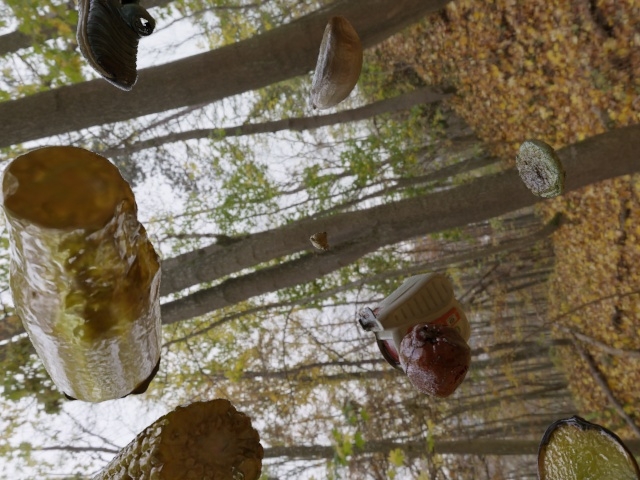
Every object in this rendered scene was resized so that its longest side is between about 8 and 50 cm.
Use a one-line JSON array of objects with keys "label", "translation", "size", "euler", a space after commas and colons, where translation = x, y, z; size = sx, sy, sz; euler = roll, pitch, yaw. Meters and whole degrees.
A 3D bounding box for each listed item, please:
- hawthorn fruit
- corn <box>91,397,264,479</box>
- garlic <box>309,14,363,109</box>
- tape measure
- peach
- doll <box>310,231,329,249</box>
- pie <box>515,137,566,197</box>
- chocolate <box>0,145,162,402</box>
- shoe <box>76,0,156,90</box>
[{"label": "hawthorn fruit", "translation": [0.241, 0.258, 0.942], "size": [0.148, 0.147, 0.172], "euler": [-71, -28, -62]}, {"label": "corn", "translation": [-0.209, 0.311, 0.475], "size": [0.143, 0.387, 0.144], "euler": [33, -157, -16]}, {"label": "garlic", "translation": [0.033, -0.353, 0.939], "size": [0.101, 0.086, 0.196], "euler": [-119, 36, -44]}, {"label": "tape measure", "translation": [0.255, 0.225, 1.188], "size": [0.258, 0.130, 0.265], "euler": [-33, -84, -30]}, {"label": "peach", "translation": [0.542, 0.492, 0.888], "size": [0.068, 0.189, 0.280], "euler": [37, -139, -25]}, {"label": "doll", "translation": [-0.005, 0.008, 1.262], "size": [0.051, 0.061, 0.093], "euler": [-54, -7, -24]}, {"label": "pie", "translation": [0.276, -0.089, 0.563], "size": [0.085, 0.019, 0.084], "euler": [62, 178, 4]}, {"label": "chocolate", "translation": [-0.240, 0.064, 0.498], "size": [0.445, 0.161, 0.162], "euler": [126, 150, -54]}, {"label": "shoe", "translation": [-0.319, -0.343, 0.713], "size": [0.091, 0.105, 0.208], "euler": [17, -115, -72]}]
